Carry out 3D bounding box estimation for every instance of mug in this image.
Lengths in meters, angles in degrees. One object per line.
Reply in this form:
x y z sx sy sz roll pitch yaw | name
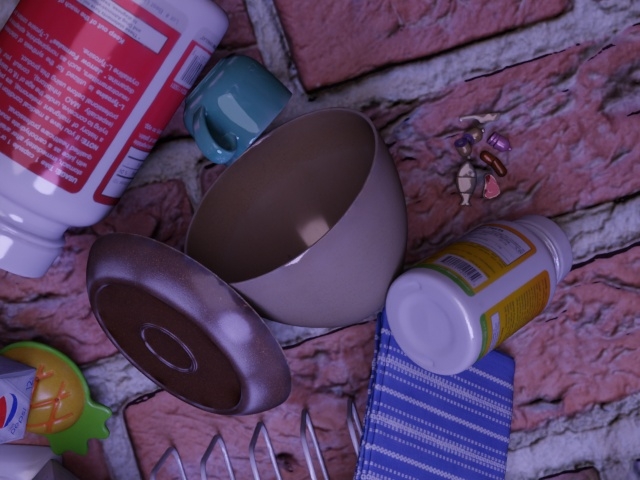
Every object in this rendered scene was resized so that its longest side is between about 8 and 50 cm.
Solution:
-0.113 -0.171 1.278 0.097 0.158 0.129 42 94 -10 | mug

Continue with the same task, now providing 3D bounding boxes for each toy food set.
0.219 -0.108 1.355 0.077 0.019 0.122 -5 95 1 | toy food set

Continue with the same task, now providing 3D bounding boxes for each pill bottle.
0.208 0.056 1.262 0.245 0.136 0.136 -28 96 -39 | pill bottle
-0.311 -0.168 1.250 0.229 0.229 0.408 33 95 -3 | pill bottle

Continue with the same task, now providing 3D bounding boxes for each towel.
0.142 0.267 1.271 0.243 0.040 0.336 25 64 -30 | towel

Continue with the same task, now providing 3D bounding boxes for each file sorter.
-0.059 0.331 1.317 0.277 0.193 0.173 -16 92 2 | file sorter

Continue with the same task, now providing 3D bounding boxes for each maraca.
-0.364 0.213 1.354 0.127 0.099 0.186 -37 106 16 | maraca

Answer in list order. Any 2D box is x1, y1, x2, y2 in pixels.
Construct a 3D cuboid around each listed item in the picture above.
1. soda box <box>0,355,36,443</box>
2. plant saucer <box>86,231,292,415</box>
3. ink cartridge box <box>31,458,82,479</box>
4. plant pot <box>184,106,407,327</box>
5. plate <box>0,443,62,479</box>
-0.509 0.177 1.300 0.286 0.091 0.098 15 96 25 | soda box
-0.177 0.120 1.253 0.310 0.310 0.050 41 58 -3 | plant saucer
-0.287 0.370 1.292 0.181 0.224 0.056 41 80 -12 | ink cartridge box
0.000 0.000 1.265 0.284 0.284 0.191 -39 123 4 | plant pot
-0.506 0.417 1.401 0.277 0.045 0.277 5 96 1 | plate
